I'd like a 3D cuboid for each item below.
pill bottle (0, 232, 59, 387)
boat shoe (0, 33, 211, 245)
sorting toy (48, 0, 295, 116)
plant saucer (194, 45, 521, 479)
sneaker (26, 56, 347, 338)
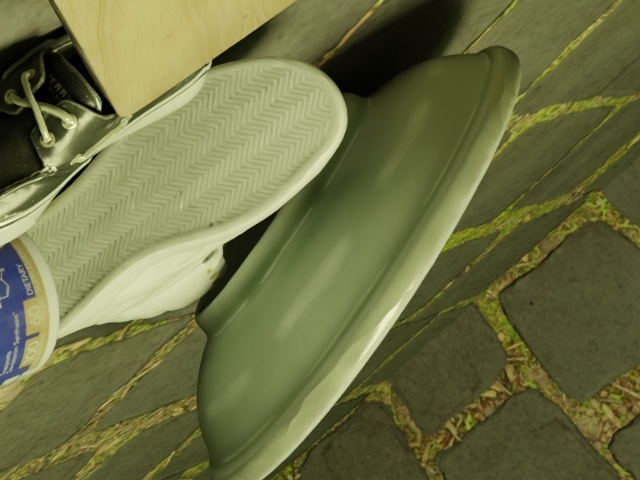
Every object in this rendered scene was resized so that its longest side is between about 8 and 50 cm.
[{"bbox_3d":[-0.257,0.055,1.051,0.186,0.112,0.112,-22,161,-49],"label":"pill bottle"},{"bbox_3d":[-0.149,-0.073,0.983,0.219,0.078,0.070,-40,170,-24],"label":"boat shoe"},{"bbox_3d":[-0.031,-0.198,0.806,0.255,0.089,0.257,-36,167,-5],"label":"sorting toy"},{"bbox_3d":[0.000,0.000,1.362,0.400,0.100,0.400,-56,-173,10],"label":"plant saucer"},{"bbox_3d":[-0.087,-0.031,1.236,0.292,0.108,0.169,-32,172,20],"label":"sneaker"}]
